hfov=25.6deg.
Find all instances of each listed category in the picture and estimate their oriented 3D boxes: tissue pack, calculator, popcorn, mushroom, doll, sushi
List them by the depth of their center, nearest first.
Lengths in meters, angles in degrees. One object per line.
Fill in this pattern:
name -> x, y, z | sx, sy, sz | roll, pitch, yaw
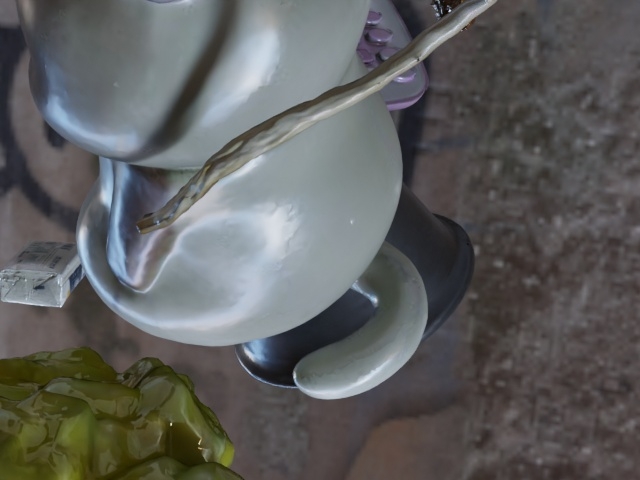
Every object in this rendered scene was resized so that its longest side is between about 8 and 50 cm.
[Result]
mushroom -> -0.003, -0.059, 0.631 | 0.286, 0.028, 0.026 | -34, -165, 46
popcorn -> -0.152, 0.170, 0.704 | 0.250, 0.235, 0.242 | -20, 175, -15
doll -> -0.061, -0.086, 0.827 | 0.226, 0.370, 0.215 | 14, -124, 26
tissue pack -> -0.259, 0.030, 1.324 | 0.062, 0.042, 0.083 | 5, -160, 5
calculator -> -0.017, -0.215, 1.340 | 0.194, 0.043, 0.294 | -7, -126, -32
sushi -> 0.145, -0.280, 1.542 | 0.055, 0.120, 0.052 | 0, 178, 33

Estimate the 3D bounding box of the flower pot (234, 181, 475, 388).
flower pot -> 0.000, 0.000, 1.236 | 0.235, 0.148, 0.235 | -21, -149, 13
